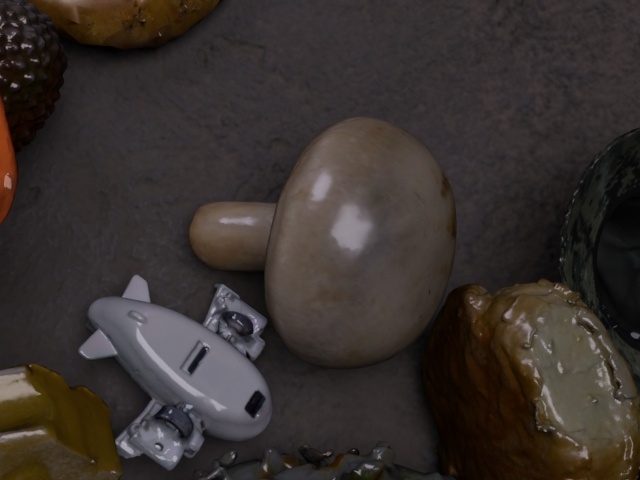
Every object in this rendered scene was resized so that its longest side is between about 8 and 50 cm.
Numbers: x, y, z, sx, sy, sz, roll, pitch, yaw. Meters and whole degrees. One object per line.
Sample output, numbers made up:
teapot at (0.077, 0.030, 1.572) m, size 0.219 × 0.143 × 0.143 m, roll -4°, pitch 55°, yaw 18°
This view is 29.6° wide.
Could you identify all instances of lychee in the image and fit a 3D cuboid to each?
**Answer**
lychee at (-0.297, -0.126, 0.948) m, size 0.197 × 0.165 × 0.165 m, roll -22°, pitch 84°, yaw 5°

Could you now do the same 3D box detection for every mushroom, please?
mushroom at (0.000, 0.000, 0.993) m, size 0.215 × 0.207 × 0.207 m, roll 6°, pitch 75°, yaw 23°

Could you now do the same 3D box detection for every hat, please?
hat at (0.287, 0.027, 1.067) m, size 0.266 × 0.128 × 0.265 m, roll 0°, pitch 90°, yaw -20°

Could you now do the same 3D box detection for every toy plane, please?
toy plane at (-0.115, 0.103, 0.984) m, size 0.174 × 0.080 × 0.174 m, roll 9°, pitch 64°, yaw -19°

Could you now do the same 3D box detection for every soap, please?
soap at (-0.278, 0.174, 0.887) m, size 0.258 × 0.160 × 0.080 m, roll -9°, pitch 49°, yaw -13°

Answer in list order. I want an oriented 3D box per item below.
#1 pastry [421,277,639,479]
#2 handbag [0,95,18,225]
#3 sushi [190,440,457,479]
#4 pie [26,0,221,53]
pastry at (0.169, 0.138, 0.963) m, size 0.100 × 0.218 × 0.229 m, roll -14°, pitch 38°, yaw -24°
handbag at (-0.376, -0.121, 0.832) m, size 0.303 × 0.116 × 0.410 m, roll -31°, pitch 61°, yaw 20°
sushi at (0.006, 0.331, 0.878) m, size 0.418 × 0.176 × 0.417 m, roll 13°, pitch 55°, yaw -19°
pie at (-0.197, -0.285, 1.054) m, size 0.273 × 0.069 × 0.273 m, roll 4°, pitch 74°, yaw -15°
